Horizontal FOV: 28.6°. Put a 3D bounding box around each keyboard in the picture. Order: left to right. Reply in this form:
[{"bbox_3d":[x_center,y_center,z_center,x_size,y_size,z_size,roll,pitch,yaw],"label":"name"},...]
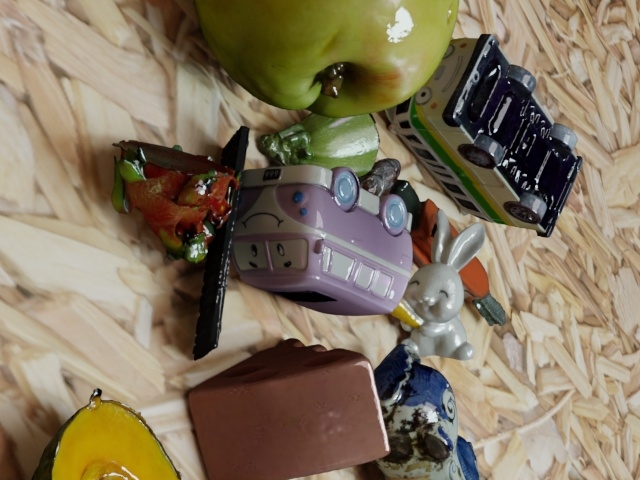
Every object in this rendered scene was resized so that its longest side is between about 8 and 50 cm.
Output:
[{"bbox_3d":[-0.107,0.001,1.347,0.017,0.087,0.250,13,71,-15],"label":"keyboard"}]

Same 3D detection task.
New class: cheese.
[{"bbox_3d":[-0.008,0.187,1.367,0.203,0.177,0.128,-22,102,-54],"label":"cheese"}]

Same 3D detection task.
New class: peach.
[{"bbox_3d":[-0.006,-0.292,1.359,0.282,0.314,0.315,-3,85,-40],"label":"peach"}]

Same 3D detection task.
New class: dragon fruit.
[{"bbox_3d":[-0.138,-0.043,1.266,0.142,0.138,0.175,-17,124,-20],"label":"dragon fruit"}]

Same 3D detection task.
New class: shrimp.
[{"bbox_3d":[0.058,-0.063,1.611,0.056,0.065,0.165,47,45,4],"label":"shrimp"}]

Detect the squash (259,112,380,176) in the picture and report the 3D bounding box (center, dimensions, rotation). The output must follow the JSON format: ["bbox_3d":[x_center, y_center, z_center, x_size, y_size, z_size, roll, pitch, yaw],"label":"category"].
[{"bbox_3d":[-0.008,-0.109,1.506,0.132,0.105,0.105,-23,104,-42],"label":"squash"}]

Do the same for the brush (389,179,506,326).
[{"bbox_3d":[0.178,0.029,1.778,0.323,0.051,0.070,48,41,-36],"label":"brush"}]

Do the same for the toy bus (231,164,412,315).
[{"bbox_3d":[0.000,0.000,1.426,0.202,0.142,0.142,25,71,-47],"label":"toy bus"}]

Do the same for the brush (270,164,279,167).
[{"bbox_3d":[-0.038,-0.006,1.501,0.043,0.014,0.170,-37,116,-47],"label":"brush"}]

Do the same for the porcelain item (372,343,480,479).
[{"bbox_3d":[0.136,0.265,1.606,0.288,0.138,0.186,67,27,-24],"label":"porcelain item"}]

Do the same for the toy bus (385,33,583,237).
[{"bbox_3d":[0.221,-0.147,1.751,0.305,0.179,0.143,43,67,-43],"label":"toy bus"}]

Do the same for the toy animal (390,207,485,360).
[{"bbox_3d":[0.147,0.061,1.673,0.127,0.131,0.181,-48,140,-57],"label":"toy animal"}]

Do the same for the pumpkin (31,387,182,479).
[{"bbox_3d":[-0.189,0.254,1.179,0.278,0.111,0.163,40,40,-44],"label":"pumpkin"}]
